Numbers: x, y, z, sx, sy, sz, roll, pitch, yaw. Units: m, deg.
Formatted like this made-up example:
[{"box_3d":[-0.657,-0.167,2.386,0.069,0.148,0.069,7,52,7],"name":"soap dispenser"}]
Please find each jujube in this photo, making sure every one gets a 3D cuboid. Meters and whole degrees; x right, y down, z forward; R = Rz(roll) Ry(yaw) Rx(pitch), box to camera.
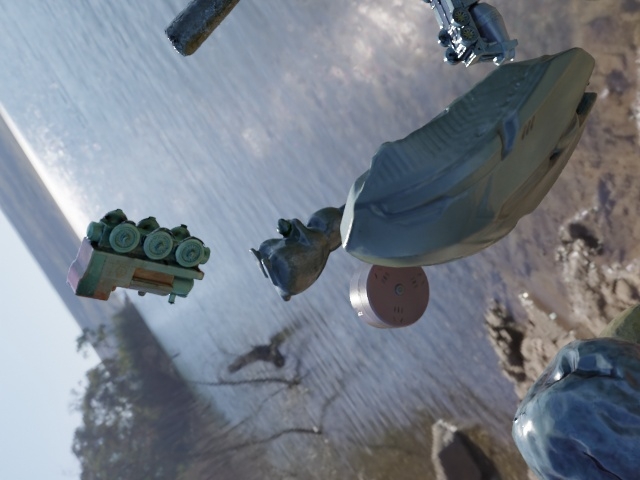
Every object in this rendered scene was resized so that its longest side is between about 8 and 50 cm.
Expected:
[{"box_3d":[0.416,0.262,0.969,0.308,0.215,0.246,38,133,10],"name":"jujube"}]

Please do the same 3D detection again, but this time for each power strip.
[{"box_3d":[0.142,0.101,1.545,0.154,0.154,0.078,59,154,-5],"name":"power strip"}]

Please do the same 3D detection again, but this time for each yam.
[{"box_3d":[-0.229,-0.447,1.512,0.078,0.179,0.078,44,-163,-17],"name":"yam"}]

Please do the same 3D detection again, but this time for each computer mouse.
[{"box_3d":[0.224,-0.090,1.047,0.145,0.429,0.228,50,174,37],"name":"computer mouse"}]

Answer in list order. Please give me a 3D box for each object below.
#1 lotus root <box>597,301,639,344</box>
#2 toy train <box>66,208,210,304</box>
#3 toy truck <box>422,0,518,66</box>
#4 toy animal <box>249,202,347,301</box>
[{"box_3d":[0.619,0.223,1.509,0.151,0.342,0.169,32,166,31],"name":"lotus root"},{"box_3d":[-0.235,0.029,1.012,0.176,0.118,0.074,16,-169,-36],"name":"toy train"},{"box_3d":[0.325,-0.496,1.679,0.108,0.140,0.256,123,128,-72],"name":"toy truck"},{"box_3d":[-0.008,0.001,1.361,0.108,0.236,0.138,19,136,58],"name":"toy animal"}]
